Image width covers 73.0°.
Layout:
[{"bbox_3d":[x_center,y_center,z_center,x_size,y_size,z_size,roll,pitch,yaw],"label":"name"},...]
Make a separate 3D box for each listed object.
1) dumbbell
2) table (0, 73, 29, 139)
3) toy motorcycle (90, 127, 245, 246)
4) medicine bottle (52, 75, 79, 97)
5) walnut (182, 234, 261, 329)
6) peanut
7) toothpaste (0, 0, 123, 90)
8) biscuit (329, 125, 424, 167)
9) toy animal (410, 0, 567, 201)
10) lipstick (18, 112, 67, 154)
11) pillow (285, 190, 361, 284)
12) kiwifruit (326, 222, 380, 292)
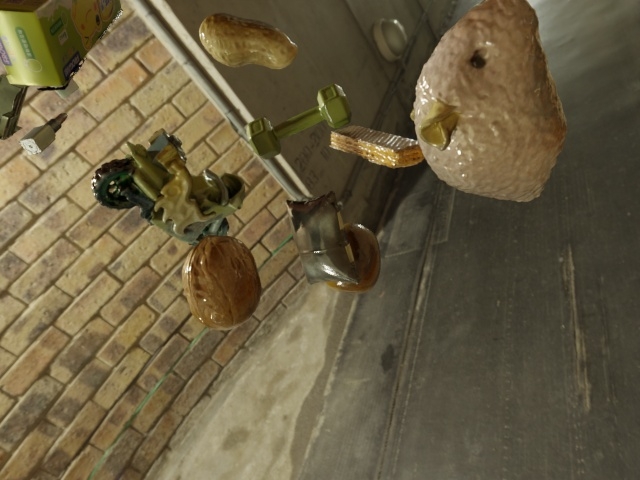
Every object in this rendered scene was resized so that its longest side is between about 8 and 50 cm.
[{"bbox_3d":[-0.061,-0.338,1.243,0.302,0.108,0.121,-23,57,8],"label":"dumbbell"},{"bbox_3d":[-0.820,-0.357,1.141,0.146,0.063,0.175,-62,25,14],"label":"table"},{"bbox_3d":[-0.341,-0.112,1.074,0.237,0.410,0.168,-44,59,7],"label":"toy motorcycle"},{"bbox_3d":[-0.922,-0.571,1.522,0.074,0.118,0.055,-41,67,-13],"label":"medicine bottle"},{"bbox_3d":[-0.211,0.088,0.924,0.168,0.207,0.167,-12,5,1],"label":"walnut"},{"bbox_3d":[-0.171,-0.463,1.024,0.120,0.237,0.110,-68,-6,-58],"label":"peanut"},{"bbox_3d":[-0.412,-0.372,0.696,0.077,0.110,0.327,1,47,-4],"label":"toothpaste"},{"bbox_3d":[0.138,-0.257,1.160,0.094,0.054,0.379,-17,26,-18],"label":"biscuit"},{"bbox_3d":[0.278,-0.197,0.730,0.227,0.358,0.188,-28,26,13],"label":"toy animal"},{"bbox_3d":[-0.419,-0.170,0.666,0.025,0.025,0.107,-7,40,9],"label":"lipstick"},{"bbox_3d":[0.000,0.000,1.129,0.186,0.249,0.106,-8,13,45],"label":"pillow"},{"bbox_3d":[0.099,0.054,1.398,0.196,0.196,0.233,-11,66,45],"label":"kiwifruit"}]
